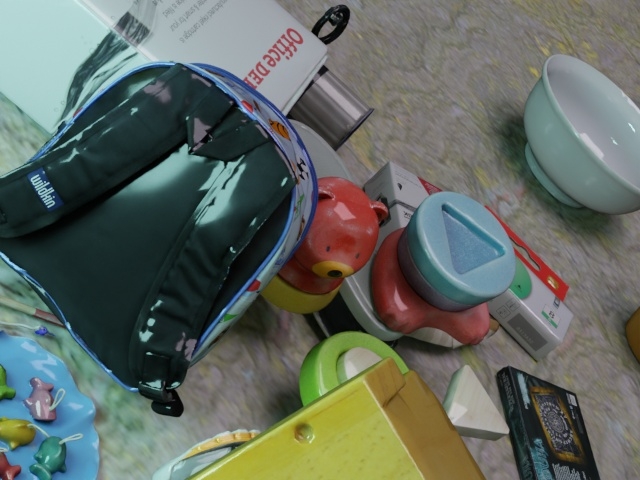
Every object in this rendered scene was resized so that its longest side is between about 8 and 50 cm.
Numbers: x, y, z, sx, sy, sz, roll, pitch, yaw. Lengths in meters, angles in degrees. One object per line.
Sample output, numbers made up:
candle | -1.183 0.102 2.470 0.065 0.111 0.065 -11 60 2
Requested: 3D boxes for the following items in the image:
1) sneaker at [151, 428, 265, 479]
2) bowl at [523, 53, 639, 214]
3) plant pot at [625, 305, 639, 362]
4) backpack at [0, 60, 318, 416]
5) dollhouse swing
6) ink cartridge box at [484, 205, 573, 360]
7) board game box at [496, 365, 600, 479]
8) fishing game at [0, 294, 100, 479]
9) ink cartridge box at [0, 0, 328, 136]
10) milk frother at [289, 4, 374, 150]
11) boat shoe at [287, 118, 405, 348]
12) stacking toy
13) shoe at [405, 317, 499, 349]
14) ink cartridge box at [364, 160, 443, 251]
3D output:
sneaker | -0.055 0.224 1.149 0.215 0.084 0.083 11 56 -41
bowl | 0.425 -0.146 2.046 0.298 0.134 0.298 30 35 -24
plant pot | 0.560 0.117 1.862 0.205 0.188 0.205 29 35 -24
backpack | -0.134 -0.029 1.162 0.276 0.263 0.213 46 19 -1
dollhouse swing | 0.041 0.308 1.082 0.347 0.315 0.305 59 -6 4
ink cartridge box | 0.277 0.041 1.751 0.181 0.056 0.224 45 34 -2
board game box | 0.283 0.249 1.553 0.126 0.026 0.186 25 38 -29
fishing game | -0.256 0.141 1.048 0.189 0.041 0.264 25 38 -34
ink cartridge box | -0.215 -0.236 1.386 0.395 0.166 0.285 41 33 -7
milk frother | 0.018 -0.211 1.645 0.135 0.143 0.129 43 25 -1
boat shoe | 0.000 0.000 1.443 0.114 0.091 0.302 2 54 -40
stacking toy | 0.096 0.065 1.296 0.309 0.130 0.279 3 59 -36
shoe | 0.133 0.094 1.534 0.219 0.058 0.076 17 11 -43
ink cartridge box | 0.115 -0.022 1.630 0.099 0.056 0.135 26 37 -30
